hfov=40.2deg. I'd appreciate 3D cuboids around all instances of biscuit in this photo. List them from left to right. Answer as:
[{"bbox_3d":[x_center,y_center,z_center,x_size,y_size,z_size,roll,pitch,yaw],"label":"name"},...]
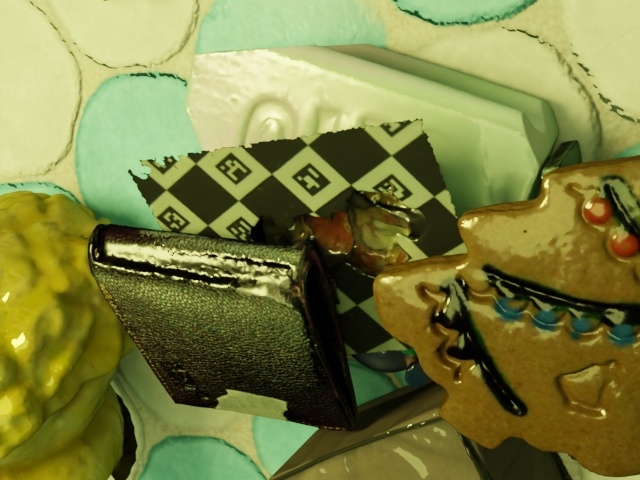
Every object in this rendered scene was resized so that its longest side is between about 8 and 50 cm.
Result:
[{"bbox_3d":[0.195,0.049,0.694,0.278,0.043,0.302,30,115,2],"label":"biscuit"}]

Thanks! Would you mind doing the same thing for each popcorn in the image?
[{"bbox_3d":[-0.334,0.133,0.993,0.348,0.349,0.382,-19,124,28],"label":"popcorn"}]

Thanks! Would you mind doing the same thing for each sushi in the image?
[{"bbox_3d":[0.000,0.000,0.806,0.289,0.050,0.264,-8,126,27],"label":"sushi"}]

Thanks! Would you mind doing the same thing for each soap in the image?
[{"bbox_3d":[0.037,-0.080,0.855,0.346,0.115,0.208,22,114,16],"label":"soap"}]

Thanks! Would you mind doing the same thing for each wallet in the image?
[{"bbox_3d":[-0.087,0.094,0.847,0.220,0.071,0.262,3,138,18],"label":"wallet"}]

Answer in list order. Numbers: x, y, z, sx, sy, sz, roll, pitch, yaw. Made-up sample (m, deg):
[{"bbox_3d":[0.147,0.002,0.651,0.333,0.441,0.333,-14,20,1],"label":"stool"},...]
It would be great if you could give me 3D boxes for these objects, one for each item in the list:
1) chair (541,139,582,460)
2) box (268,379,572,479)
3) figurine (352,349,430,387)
[{"bbox_3d":[0.288,0.050,0.774,0.147,0.136,0.271,-1,106,24],"label":"chair"},{"bbox_3d":[0.103,0.256,0.915,0.252,0.153,0.188,-26,94,30],"label":"box"},{"bbox_3d":[0.046,0.083,0.921,0.194,0.111,0.102,11,102,28],"label":"figurine"}]
